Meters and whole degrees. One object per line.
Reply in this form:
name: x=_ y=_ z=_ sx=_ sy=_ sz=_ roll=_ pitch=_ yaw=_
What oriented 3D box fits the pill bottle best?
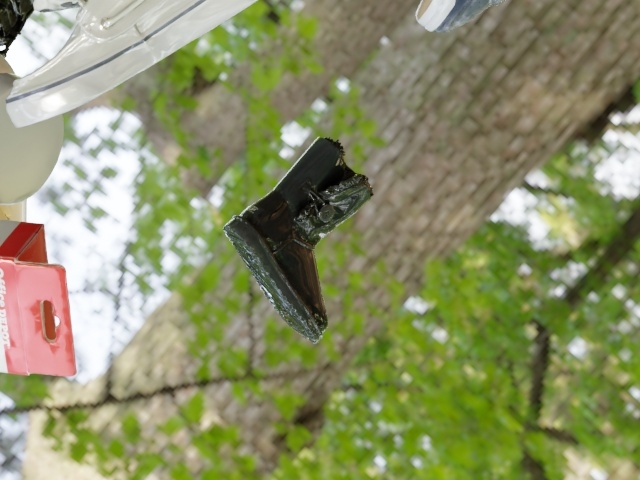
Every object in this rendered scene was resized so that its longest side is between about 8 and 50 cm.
pill bottle: x=-0.412 y=-0.136 z=1.548 sx=0.301 sy=0.169 sz=0.169 roll=19 pitch=-173 yaw=30

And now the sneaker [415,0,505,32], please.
sneaker: x=0.220 y=-0.238 z=1.245 sx=0.153 sy=0.282 sz=0.099 roll=45 pitch=-169 yaw=-5

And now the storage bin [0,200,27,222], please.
storage bin: x=-0.529 y=-0.035 z=1.996 sx=0.260 sy=0.262 sz=0.123 roll=-19 pitch=-125 yaw=-25

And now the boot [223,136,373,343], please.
boot: x=0.000 y=0.000 z=2.139 sx=0.094 sy=0.207 sz=0.246 roll=26 pitch=153 yaw=54

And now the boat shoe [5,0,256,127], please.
boat shoe: x=-0.151 y=-0.186 z=1.235 sx=0.088 sy=0.267 sz=0.096 roll=59 pitch=-167 yaw=-12

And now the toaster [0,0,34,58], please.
toaster: x=-0.329 y=-0.300 z=1.547 sx=0.110 sy=0.186 sz=0.168 roll=31 pitch=162 yaw=9

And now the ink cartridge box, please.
ink cartridge box: x=-0.342 y=0.051 z=1.499 sx=0.231 sy=0.134 sz=0.078 roll=6 pitch=-150 yaw=11

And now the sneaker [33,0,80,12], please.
sneaker: x=-0.208 y=-0.249 z=1.392 sx=0.170 sy=0.068 sz=0.071 roll=-32 pitch=-65 yaw=-70
